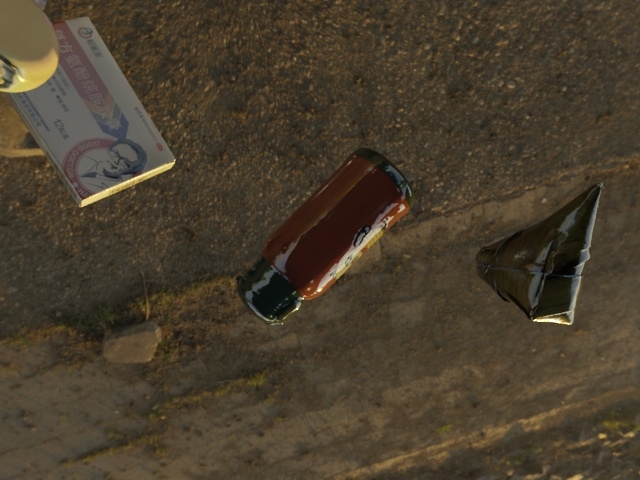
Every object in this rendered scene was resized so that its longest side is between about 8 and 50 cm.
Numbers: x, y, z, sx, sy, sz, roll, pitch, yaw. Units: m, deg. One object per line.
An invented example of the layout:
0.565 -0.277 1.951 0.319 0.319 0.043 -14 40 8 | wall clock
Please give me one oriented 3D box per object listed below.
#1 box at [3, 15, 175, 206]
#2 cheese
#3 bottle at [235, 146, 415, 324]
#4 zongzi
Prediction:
-0.495 -0.272 0.856 0.214 0.069 0.353 -35 101 -32 | box
-0.315 -0.228 0.412 0.048 0.171 0.092 -18 162 24 | cheese
0.000 0.000 0.710 0.336 0.144 0.144 -44 124 -5 | bottle
0.373 0.000 0.729 0.112 0.221 0.241 3 105 -14 | zongzi
